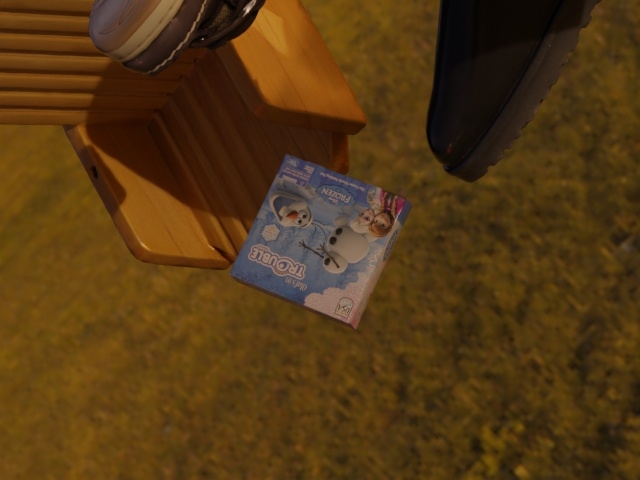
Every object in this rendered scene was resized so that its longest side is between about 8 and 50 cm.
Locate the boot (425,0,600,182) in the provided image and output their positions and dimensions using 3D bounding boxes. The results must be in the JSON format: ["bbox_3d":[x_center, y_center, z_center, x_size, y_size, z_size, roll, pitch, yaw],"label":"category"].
[{"bbox_3d":[0.029,-0.292,1.361,0.146,0.445,0.367,-85,22,-62],"label":"boot"}]

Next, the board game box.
[{"bbox_3d":[0.000,0.000,0.991,0.090,0.090,0.020,-66,-21,-9],"label":"board game box"}]

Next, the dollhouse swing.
[{"bbox_3d":[-0.204,-0.122,1.640,0.305,0.315,0.347,-19,-15,-39],"label":"dollhouse swing"}]

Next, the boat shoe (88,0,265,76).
[{"bbox_3d":[-0.077,-0.169,0.981,0.103,0.092,0.285,-42,20,17],"label":"boat shoe"}]
